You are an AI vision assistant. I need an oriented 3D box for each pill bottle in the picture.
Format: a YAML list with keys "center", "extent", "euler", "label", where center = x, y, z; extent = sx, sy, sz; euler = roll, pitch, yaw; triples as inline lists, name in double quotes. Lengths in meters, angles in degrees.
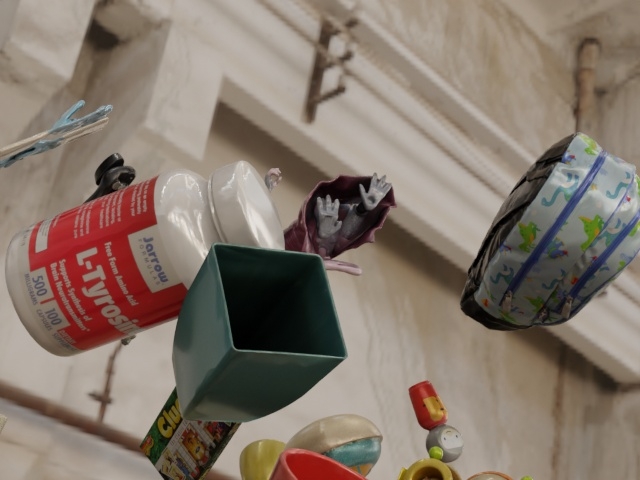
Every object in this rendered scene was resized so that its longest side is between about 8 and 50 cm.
- center: [-0.275, 0.022, 1.876]
  extent: [0.408, 0.229, 0.229]
  euler: [-20, -35, 15]
  label: "pill bottle"

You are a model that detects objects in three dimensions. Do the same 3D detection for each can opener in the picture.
- center: [-0.412, -0.076, 2.193]
  extent: [0.059, 0.073, 0.186]
  euler: [25, -68, -37]
  label: "can opener"

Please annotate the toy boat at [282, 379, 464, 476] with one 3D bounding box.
- center: [0.087, 0.371, 2.070]
  extent: [0.318, 0.148, 0.267]
  euler: [-23, -18, 1]
  label: "toy boat"

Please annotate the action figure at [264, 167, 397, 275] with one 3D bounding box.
- center: [0.000, 0.000, 2.297]
  extent: [0.248, 0.275, 0.370]
  euler: [13, -26, -25]
  label: "action figure"

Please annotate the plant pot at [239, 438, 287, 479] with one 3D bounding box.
- center: [-0.112, 0.506, 2.498]
  extent: [0.134, 0.095, 0.134]
  euler: [2, -57, 3]
  label: "plant pot"

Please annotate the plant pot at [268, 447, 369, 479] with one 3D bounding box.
- center: [-0.006, 0.497, 1.817]
  extent: [0.275, 0.243, 0.275]
  euler: [32, 7, -4]
  label: "plant pot"

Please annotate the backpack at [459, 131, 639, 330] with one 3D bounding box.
- center: [0.387, -0.016, 1.866]
  extent: [0.273, 0.290, 0.355]
  euler: [32, -28, 23]
  label: "backpack"

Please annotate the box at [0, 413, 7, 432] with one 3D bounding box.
- center: [-0.592, 0.377, 1.794]
  extent: [0.113, 0.275, 0.094]
  euler: [26, -19, -18]
  label: "box"

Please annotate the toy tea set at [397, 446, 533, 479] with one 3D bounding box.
- center: [0.143, 0.421, 1.500]
  extent: [0.200, 0.336, 0.124]
  euler: [10, -27, 28]
  label: "toy tea set"

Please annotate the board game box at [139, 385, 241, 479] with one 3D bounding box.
- center: [-0.223, 0.329, 2.023]
  extent: [0.030, 0.136, 0.259]
  euler: [-16, -33, -45]
  label: "board game box"

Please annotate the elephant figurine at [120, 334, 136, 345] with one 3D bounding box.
- center: [-0.478, 0.095, 2.820]
  extent: [0.169, 0.239, 0.186]
  euler: [32, 5, -23]
  label: "elephant figurine"

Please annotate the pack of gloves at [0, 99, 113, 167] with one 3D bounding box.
- center: [-0.495, -0.201, 2.135]
  extent: [0.232, 0.046, 0.195]
  euler: [-25, 2, -22]
  label: "pack of gloves"

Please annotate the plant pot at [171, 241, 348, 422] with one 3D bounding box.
- center: [-0.103, 0.144, 1.581]
  extent: [0.166, 0.165, 0.234]
  euler: [7, -39, -29]
  label: "plant pot"
